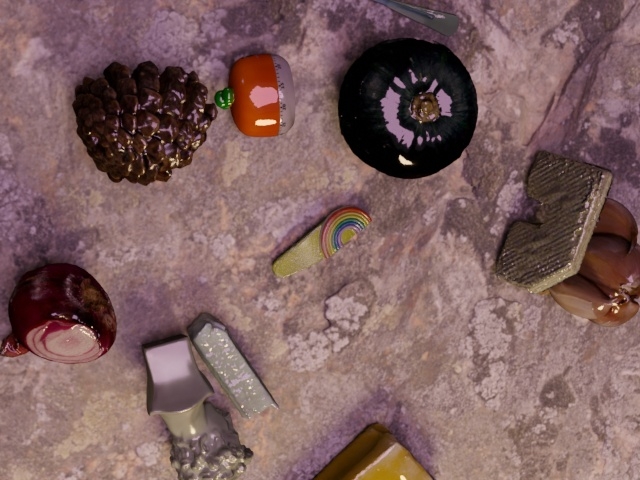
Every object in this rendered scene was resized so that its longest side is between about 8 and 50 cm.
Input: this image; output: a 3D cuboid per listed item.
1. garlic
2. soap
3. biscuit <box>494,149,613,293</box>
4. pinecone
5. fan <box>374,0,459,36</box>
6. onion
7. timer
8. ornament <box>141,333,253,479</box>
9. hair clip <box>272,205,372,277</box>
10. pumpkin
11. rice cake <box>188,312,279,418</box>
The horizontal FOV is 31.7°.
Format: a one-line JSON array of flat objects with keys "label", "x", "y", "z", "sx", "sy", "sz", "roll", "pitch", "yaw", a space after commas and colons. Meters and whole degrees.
[{"label": "garlic", "x": 0.506, "y": 0.045, "z": 2.007, "sx": 0.160, "sy": 0.191, "sz": 0.214, "roll": 34, "pitch": 79, "yaw": -48}, {"label": "soap", "x": 0.059, "y": 0.496, "z": 1.999, "sx": 0.315, "sy": 0.091, "sz": 0.199, "roll": -41, "pitch": 113, "yaw": -4}, {"label": "biscuit", "x": 0.401, "y": -0.026, "z": 1.959, "sx": 0.046, "sy": 0.147, "sz": 0.250, "roll": 9, "pitch": 104, "yaw": -49}, {"label": "pinecone", "x": -0.260, "y": -0.183, "z": 1.682, "sx": 0.204, "sy": 0.179, "sz": 0.184, "roll": -44, "pitch": 126, "yaw": -33}, {"label": "fan", "x": 0.142, "y": -0.377, "z": 1.851, "sx": 0.193, "sy": 0.016, "sz": 0.038, "roll": 14, "pitch": 101, "yaw": -21}, {"label": "onion", "x": -0.414, "y": 0.114, "z": 1.738, "sx": 0.198, "sy": 0.135, "sz": 0.173, "roll": -19, "pitch": 135, "yaw": 27}, {"label": "timer", "x": -0.105, "y": -0.225, "z": 1.766, "sx": 0.136, "sy": 0.099, "sz": 0.136, "roll": -1, "pitch": 94, "yaw": -8}, {"label": "ornament", "x": -0.216, "y": 0.287, "z": 1.839, "sx": 0.130, "sy": 0.120, "sz": 0.285, "roll": -29, "pitch": 109, "yaw": -8}, {"label": "hair clip", "x": 0.000, "y": 0.000, "z": 1.887, "sx": 0.188, "sy": 0.033, "sz": 0.060, "roll": -35, "pitch": 111, "yaw": -8}, {"label": "pumpkin", "x": 0.138, "y": -0.212, "z": 1.813, "sx": 0.233, "sy": 0.163, "sz": 0.233, "roll": -4, "pitch": 102, "yaw": -19}, {"label": "rice cake", "x": -0.149, "y": 0.210, "z": 1.872, "sx": 0.063, "sy": 0.069, "sz": 0.206, "roll": -35, "pitch": 114, "yaw": -10}]
